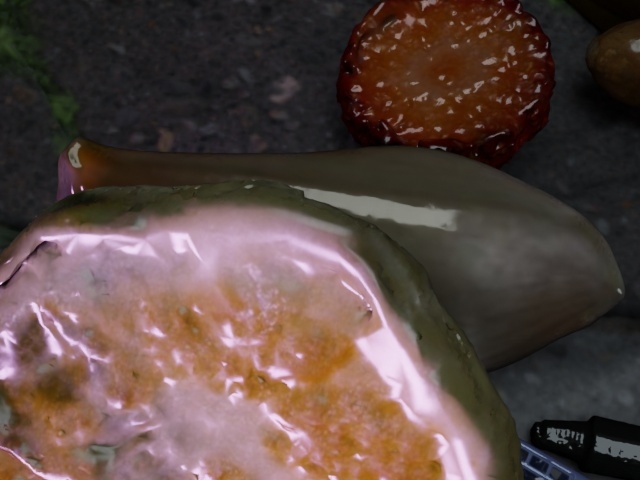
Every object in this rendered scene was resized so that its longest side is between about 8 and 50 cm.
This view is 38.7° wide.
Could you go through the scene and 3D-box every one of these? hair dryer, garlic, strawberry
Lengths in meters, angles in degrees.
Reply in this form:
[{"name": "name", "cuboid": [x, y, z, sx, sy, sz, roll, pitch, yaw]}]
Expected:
[{"name": "hair dryer", "cuboid": [0.241, 0.149, 0.511, 0.247, 0.070, 0.114, 10, 69, 6]}, {"name": "garlic", "cuboid": [0.001, 0.006, 0.521, 0.318, 0.143, 0.112, 5, 48, -1]}, {"name": "strawberry", "cuboid": [0.079, -0.096, 0.586, 0.145, 0.086, 0.145, 1, 68, -3]}]

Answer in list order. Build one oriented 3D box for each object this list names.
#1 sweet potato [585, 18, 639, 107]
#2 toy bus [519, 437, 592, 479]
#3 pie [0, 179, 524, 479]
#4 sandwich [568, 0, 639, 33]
[{"name": "sweet potato", "cuboid": [0.353, -0.111, 0.596, 0.354, 0.095, 0.106, -7, 74, -3]}, {"name": "toy bus", "cuboid": [0.109, 0.153, 0.499, 0.167, 0.073, 0.076, 29, 60, 11]}, {"name": "pie", "cuboid": [-0.060, 0.133, 0.445, 0.338, 0.077, 0.339, 1, 99, 8]}, {"name": "sandwich", "cuboid": [0.209, -0.206, 0.637, 0.074, 0.074, 0.116, -38, 75, -15]}]
